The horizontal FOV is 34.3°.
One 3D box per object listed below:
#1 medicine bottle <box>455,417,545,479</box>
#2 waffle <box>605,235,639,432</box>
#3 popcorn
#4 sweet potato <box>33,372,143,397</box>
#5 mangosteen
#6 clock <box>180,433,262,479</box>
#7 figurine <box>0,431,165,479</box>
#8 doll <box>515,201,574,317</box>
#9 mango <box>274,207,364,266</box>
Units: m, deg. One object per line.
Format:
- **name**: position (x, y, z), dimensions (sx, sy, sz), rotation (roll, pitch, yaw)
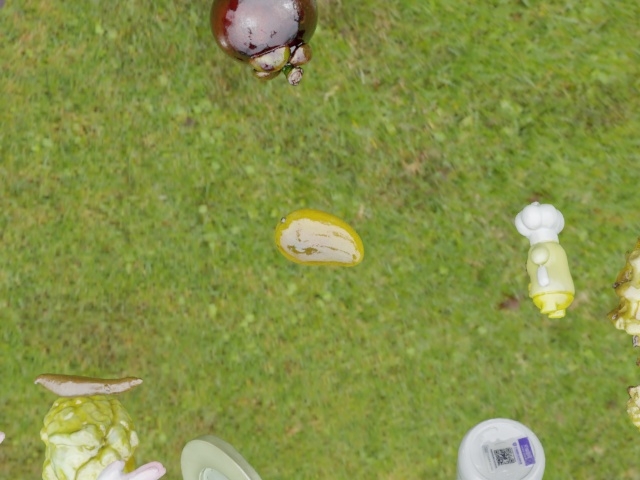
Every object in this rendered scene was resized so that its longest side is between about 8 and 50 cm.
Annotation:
- **medicine bottle**: position (0.285, 0.388, 1.675), dimensions (0.135, 0.135, 0.215), rotation (-10, 144, -4)
- **waffle**: position (0.529, 0.119, 1.509), dimensions (0.151, 0.261, 0.324), rotation (10, 134, 33)
- **popcorn**: position (-0.464, 0.428, 2.095), dimensions (0.195, 0.256, 0.255), rotation (-23, 169, -27)
- **sweet potato**: position (-0.234, 0.148, 1.052), dimensions (0.115, 0.026, 0.026), rotation (0, 122, 6)
- **mangosteen**: position (-0.057, -0.237, 1.169), dimensions (0.140, 0.140, 0.140), rotation (-5, 122, -7)
- **clock**: position (-0.144, 0.421, 1.692), dimensions (0.029, 0.235, 0.234), rotation (-30, 131, -37)
- **figurine**: position (-0.226, 0.280, 0.635), dimensions (0.285, 0.206, 0.315), rotation (-3, 82, -22)
- **doll**: position (0.308, 0.023, 1.420), dimensions (0.062, 0.162, 0.106), rotation (-13, 160, 24)
- **mango**: position (0.000, 0.000, 1.802), dimensions (0.161, 0.076, 0.103), rotation (17, 115, -8)
